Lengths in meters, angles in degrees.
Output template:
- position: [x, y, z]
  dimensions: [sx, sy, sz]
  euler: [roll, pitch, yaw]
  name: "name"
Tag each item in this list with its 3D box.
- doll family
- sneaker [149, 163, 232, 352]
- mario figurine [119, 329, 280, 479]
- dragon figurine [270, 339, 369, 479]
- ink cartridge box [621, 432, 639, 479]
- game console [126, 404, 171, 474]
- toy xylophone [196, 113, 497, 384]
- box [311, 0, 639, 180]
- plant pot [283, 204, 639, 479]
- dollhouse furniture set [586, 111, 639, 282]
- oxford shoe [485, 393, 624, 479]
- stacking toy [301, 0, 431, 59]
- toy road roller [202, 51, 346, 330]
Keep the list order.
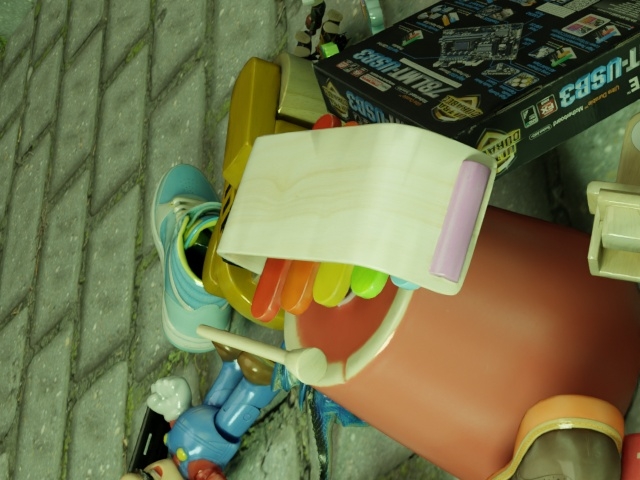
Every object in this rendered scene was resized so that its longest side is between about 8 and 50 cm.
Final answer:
- position: [-0.006, -0.263, 1.637]
  dimensions: [0.111, 0.076, 0.193]
  euler: [114, 177, -72]
  name: "doll family"
- position: [-0.166, -0.023, 1.644]
  dimensions: [0.208, 0.127, 0.319]
  euler: [113, 150, -51]
  name: "sneaker"
- position: [-0.178, 0.267, 1.462]
  dimensions: [0.321, 0.170, 0.198]
  euler: [-61, -5, -6]
  name: "mario figurine"
- position: [0.000, 0.150, 1.297]
  dimensions: [0.085, 0.144, 0.289]
  euler: [20, 86, 60]
  name: "dragon figurine"
- position: [0.301, 0.271, 0.771]
  dimensions: [0.197, 0.114, 0.273]
  euler: [-17, 54, 52]
  name: "ink cartridge box"
- position: [-0.258, 0.297, 1.677]
  dimensions: [0.071, 0.107, 0.122]
  euler: [7, 74, 29]
  name: "game console"
- position: [0.000, 0.000, 0.981]
  dimensions: [0.322, 0.081, 0.236]
  euler: [19, 85, 60]
  name: "toy xylophone"
- position: [0.181, -0.180, 1.156]
  dimensions: [0.293, 0.073, 0.295]
  euler: [-30, 30, -13]
  name: "box"
- position: [0.117, 0.077, 1.068]
  dimensions: [0.275, 0.243, 0.275]
  euler: [-37, 41, 41]
  name: "plant pot"
- position: [0.322, -0.085, 0.738]
  dimensions: [0.303, 0.355, 0.174]
  euler: [8, 74, 19]
  name: "dollhouse furniture set"
- position: [0.175, 0.230, 0.908]
  dimensions: [0.271, 0.096, 0.098]
  euler: [88, -171, -51]
  name: "oxford shoe"
- position: [0.065, -0.317, 1.512]
  dimensions: [0.166, 0.052, 0.221]
  euler: [-16, 42, -1]
  name: "stacking toy"
- position: [-0.043, -0.045, 1.456]
  dimensions: [0.240, 0.202, 0.330]
  euler: [-42, 38, 54]
  name: "toy road roller"
